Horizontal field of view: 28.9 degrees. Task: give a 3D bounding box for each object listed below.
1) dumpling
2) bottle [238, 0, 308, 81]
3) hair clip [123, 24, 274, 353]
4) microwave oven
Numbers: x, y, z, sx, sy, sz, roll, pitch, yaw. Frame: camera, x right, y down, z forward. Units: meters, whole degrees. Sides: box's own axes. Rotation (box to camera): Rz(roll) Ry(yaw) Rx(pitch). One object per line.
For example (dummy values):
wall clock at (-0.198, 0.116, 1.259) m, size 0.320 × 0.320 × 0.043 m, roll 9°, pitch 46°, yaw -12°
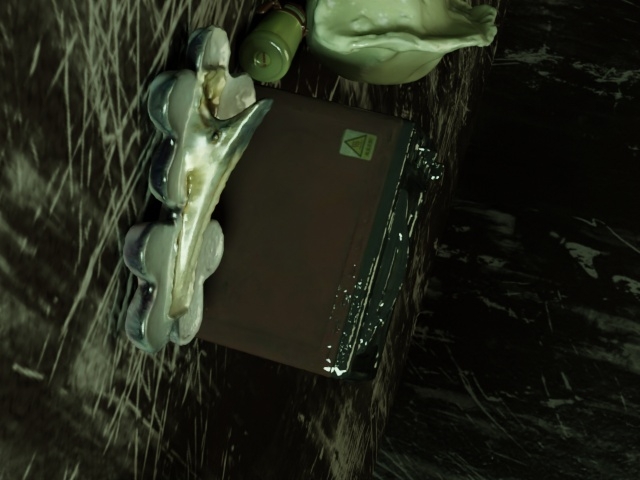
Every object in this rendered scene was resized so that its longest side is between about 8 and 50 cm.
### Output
dumpling at (0.081, -0.225, 1.238) m, size 0.258 × 0.193 × 0.147 m, roll -50°, pitch 157°, yaw -60°
bottle at (-0.039, -0.180, 1.104) m, size 0.101 × 0.047 × 0.063 m, roll -68°, pitch 178°, yaw -54°
hair clip at (-0.096, -0.035, 0.953) m, size 0.146 × 0.075 × 0.257 m, roll -33°, pitch 143°, yaw -70°
microwave oven at (-0.002, 0.000, 1.136) m, size 0.178 × 0.188 × 0.247 m, roll 31°, pitch 73°, yaw -79°
